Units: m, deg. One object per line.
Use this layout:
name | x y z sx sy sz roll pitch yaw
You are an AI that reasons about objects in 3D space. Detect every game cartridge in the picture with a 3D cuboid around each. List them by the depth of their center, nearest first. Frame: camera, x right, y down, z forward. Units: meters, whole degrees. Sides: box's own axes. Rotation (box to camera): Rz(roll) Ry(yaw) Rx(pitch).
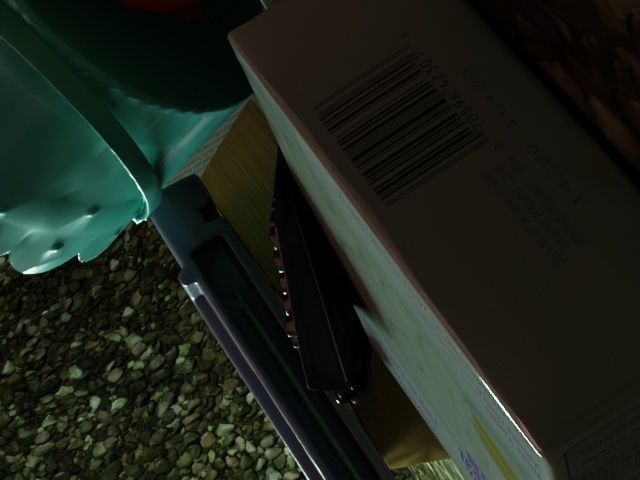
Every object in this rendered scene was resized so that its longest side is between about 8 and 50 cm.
game cartridge | -0.018 0.125 1.063 0.355 0.068 0.230 56 170 6

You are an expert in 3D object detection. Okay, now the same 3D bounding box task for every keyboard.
keyboard | 0.000 0.000 0.863 0.317 0.033 0.202 -86 -19 -65

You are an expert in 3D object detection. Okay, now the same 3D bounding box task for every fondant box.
fondant box | 0.091 0.045 0.662 0.238 0.096 0.330 55 176 31

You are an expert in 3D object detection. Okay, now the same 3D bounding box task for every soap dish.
soap dish | 0.020 0.044 1.176 0.291 0.118 0.229 53 174 37

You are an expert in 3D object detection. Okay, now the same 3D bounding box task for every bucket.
bucket | -0.181 -0.135 0.881 0.281 0.183 0.281 32 -141 -30

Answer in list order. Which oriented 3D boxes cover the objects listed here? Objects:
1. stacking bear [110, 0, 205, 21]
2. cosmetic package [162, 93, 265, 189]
stacking bear | -0.099 -0.198 0.671 0.175 0.164 0.289 56 179 11
cosmetic package | -0.129 -0.107 1.444 0.197 0.155 0.365 53 174 42
